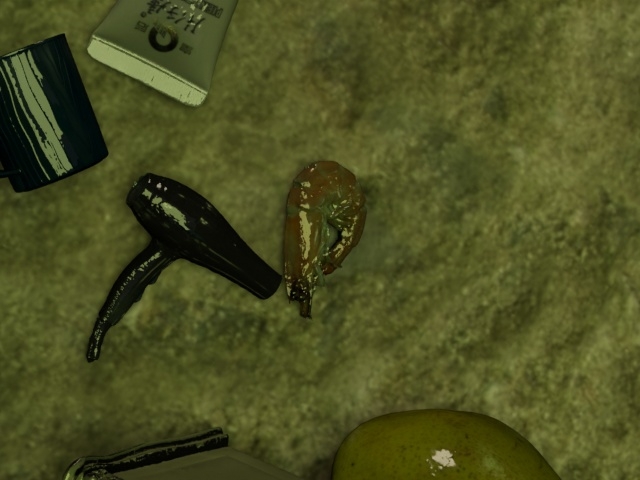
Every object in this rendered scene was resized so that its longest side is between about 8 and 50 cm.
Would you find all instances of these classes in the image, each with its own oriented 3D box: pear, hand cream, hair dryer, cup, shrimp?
[{"bbox_3d":[0.140,0.318,1.677,0.294,0.294,0.294,-1,93,-14],"label":"pear"},{"bbox_3d":[-0.130,-0.311,1.684,0.139,0.089,0.314,23,95,-12],"label":"hand cream"},{"bbox_3d":[-0.174,0.055,1.705,0.195,0.075,0.219,39,93,-22],"label":"hair dryer"},{"bbox_3d":[-0.309,-0.124,1.626,0.150,0.113,0.138,-23,99,-12],"label":"cup"},{"bbox_3d":[0.000,0.000,1.752,0.099,0.041,0.180,11,88,-31],"label":"shrimp"}]

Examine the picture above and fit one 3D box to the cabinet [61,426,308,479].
[{"bbox_3d":[-0.085,0.383,1.545,0.227,0.318,0.290,-4,107,-51],"label":"cabinet"}]
